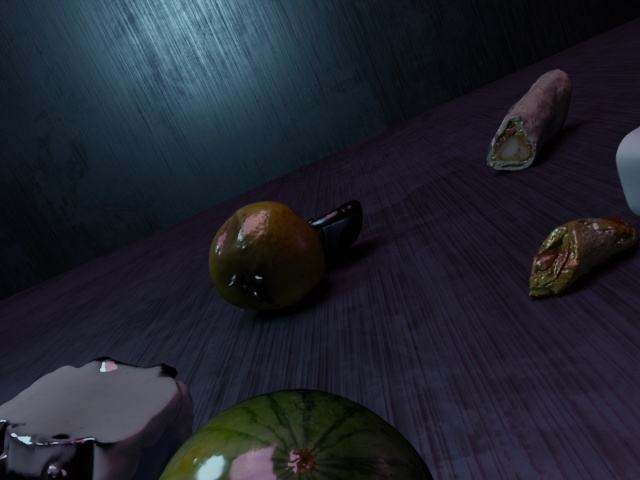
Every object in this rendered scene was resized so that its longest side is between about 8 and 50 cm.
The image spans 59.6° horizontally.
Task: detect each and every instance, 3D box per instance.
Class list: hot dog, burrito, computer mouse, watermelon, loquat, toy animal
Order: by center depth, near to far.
[{"bbox_3d":[-0.016,0.196,0.351,0.188,0.214,0.188,3,40,-2],"label":"watermelon"},{"bbox_3d":[-0.243,0.235,0.618,0.208,0.156,0.204,0,21,23],"label":"toy animal"},{"bbox_3d":[0.314,0.007,0.686,0.169,0.061,0.078,-28,13,-14],"label":"hot dog"},{"bbox_3d":[-0.103,0.030,1.015,0.213,0.213,0.213,-23,14,6],"label":"loquat"},{"bbox_3d":[0.000,0.000,1.156,0.233,0.096,0.137,-30,-5,40],"label":"computer mouse"},{"bbox_3d":[0.479,-0.267,1.260,0.105,0.143,0.299,23,45,27],"label":"burrito"}]

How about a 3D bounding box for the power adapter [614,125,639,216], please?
[{"bbox_3d":[0.484,-0.105,0.680,0.187,0.124,0.255,-27,15,-12],"label":"power adapter"}]
